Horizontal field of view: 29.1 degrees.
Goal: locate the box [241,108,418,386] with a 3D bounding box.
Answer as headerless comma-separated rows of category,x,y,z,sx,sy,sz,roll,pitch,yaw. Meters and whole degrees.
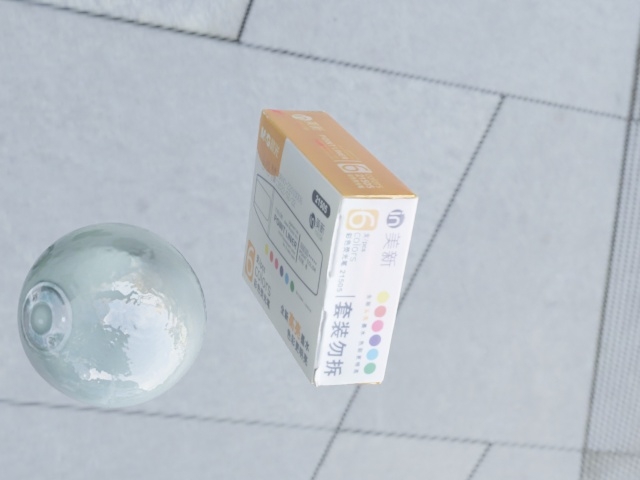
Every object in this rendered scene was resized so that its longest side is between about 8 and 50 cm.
box,0.000,0.000,1.330,0.091,0.274,0.221,0,112,-21

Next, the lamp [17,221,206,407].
lamp,-0.116,0.041,0.680,0.105,0.105,0.105,-7,132,-7
